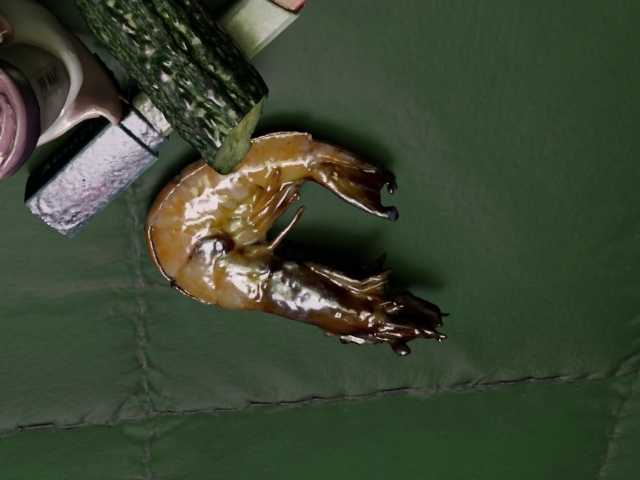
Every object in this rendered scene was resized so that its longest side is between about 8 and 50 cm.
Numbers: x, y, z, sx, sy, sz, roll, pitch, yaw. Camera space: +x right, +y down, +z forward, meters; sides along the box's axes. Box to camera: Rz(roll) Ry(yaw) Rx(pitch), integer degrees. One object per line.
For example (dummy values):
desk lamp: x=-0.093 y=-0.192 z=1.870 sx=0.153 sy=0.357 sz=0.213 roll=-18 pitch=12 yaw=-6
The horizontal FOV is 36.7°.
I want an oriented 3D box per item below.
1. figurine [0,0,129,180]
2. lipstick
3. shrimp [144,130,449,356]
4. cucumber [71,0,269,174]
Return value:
figurine: x=-0.321 y=-0.042 z=0.631 sx=0.361 sy=0.253 sz=0.211 roll=-35 pitch=140 yaw=3
lipstick: x=-0.102 y=-0.123 z=0.734 sx=0.312 sy=0.051 sz=0.051 roll=-40 pitch=119 yaw=14
shrimp: x=-0.001 y=-0.004 z=0.832 sx=0.289 sy=0.075 sz=0.178 roll=18 pitch=116 yaw=-7
cucumber: x=-0.126 y=-0.162 z=0.661 sx=0.077 sy=0.077 sz=0.265 roll=-37 pitch=102 yaw=13
